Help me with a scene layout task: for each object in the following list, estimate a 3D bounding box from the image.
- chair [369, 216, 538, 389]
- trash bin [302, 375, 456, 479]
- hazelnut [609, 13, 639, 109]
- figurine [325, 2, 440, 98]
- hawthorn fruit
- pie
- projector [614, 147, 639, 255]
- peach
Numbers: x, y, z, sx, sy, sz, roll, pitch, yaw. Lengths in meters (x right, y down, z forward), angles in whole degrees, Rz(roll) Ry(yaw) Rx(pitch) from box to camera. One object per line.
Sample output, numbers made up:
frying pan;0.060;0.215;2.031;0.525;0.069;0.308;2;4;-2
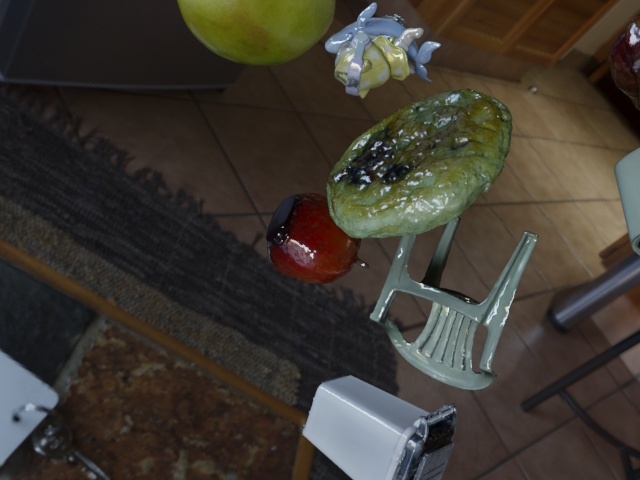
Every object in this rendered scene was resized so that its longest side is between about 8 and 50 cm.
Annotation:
chair;0.212;0.097;1.065;0.203;0.275;0.190;24;2;26
trash bin;0.159;0.516;1.836;0.367;0.296;0.256;26;17;35
hazelnut;0.637;-0.342;1.306;0.160;0.202;0.170;24;70;15
figurine;0.110;-0.341;1.241;0.208;0.128;0.184;15;60;9
hawthorn fruit;0.000;0.000;1.529;0.249;0.215;0.215;21;37;5
pie;0.136;-0.121;1.027;0.070;0.323;0.323;59;25;-34
projector;0.894;-0.095;1.650;0.248;0.248;0.249;25;51;-27
peach;-0.131;-0.480;1.261;0.314;0.315;0.281;-5;57;5
